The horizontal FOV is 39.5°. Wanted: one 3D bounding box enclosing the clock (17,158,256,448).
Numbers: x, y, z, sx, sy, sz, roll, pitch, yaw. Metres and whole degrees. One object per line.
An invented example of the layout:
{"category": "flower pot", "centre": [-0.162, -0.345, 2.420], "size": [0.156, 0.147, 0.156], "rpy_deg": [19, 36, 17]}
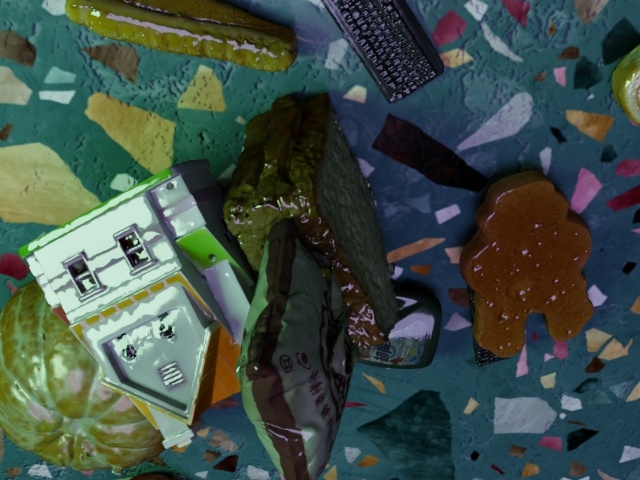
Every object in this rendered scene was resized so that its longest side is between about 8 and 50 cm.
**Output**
{"category": "clock", "centre": [-0.185, 0.089, 1.100], "size": [0.235, 0.166, 0.309], "rpy_deg": [-26, 92, 13]}

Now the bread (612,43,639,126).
{"category": "bread", "centre": [0.460, -0.215, 1.163], "size": [0.149, 0.073, 0.122], "rpy_deg": [-38, 117, 21]}

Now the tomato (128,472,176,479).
{"category": "tomato", "centre": [-0.311, 0.470, 1.604], "size": [0.159, 0.091, 0.139], "rpy_deg": [11, 139, -43]}

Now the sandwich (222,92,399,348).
{"category": "sandwich", "centre": [0.000, 0.000, 1.179], "size": [0.131, 0.262, 0.325], "rpy_deg": [-17, 124, 16]}

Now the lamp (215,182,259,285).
{"category": "lamp", "centre": [-0.148, 0.020, 1.253], "size": [0.161, 0.161, 0.185], "rpy_deg": [-19, 120, 10]}

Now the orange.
{"category": "orange", "centre": [-0.327, 0.191, 1.305], "size": [0.329, 0.249, 0.329], "rpy_deg": [1, 130, 1]}

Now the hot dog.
{"category": "hot dog", "centre": [-0.170, -0.263, 1.100], "size": [0.289, 0.083, 0.068], "rpy_deg": [13, 143, -11]}

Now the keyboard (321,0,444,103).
{"category": "keyboard", "centre": [0.067, -0.279, 1.129], "size": [0.094, 0.025, 0.230], "rpy_deg": [-31, 121, 15]}

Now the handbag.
{"category": "handbag", "centre": [-0.028, 0.125, 0.963], "size": [0.127, 0.235, 0.213], "rpy_deg": [-10, 126, 13]}

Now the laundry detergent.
{"category": "laundry detergent", "centre": [0.072, 0.133, 1.392], "size": [0.222, 0.078, 0.144], "rpy_deg": [6, 123, -4]}

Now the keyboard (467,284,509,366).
{"category": "keyboard", "centre": [0.270, 0.125, 1.429], "size": [0.060, 0.018, 0.195], "rpy_deg": [-12, 125, 2]}

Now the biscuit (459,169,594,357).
{"category": "biscuit", "centre": [0.311, 0.038, 1.344], "size": [0.202, 0.047, 0.334], "rpy_deg": [-18, 127, -1]}
